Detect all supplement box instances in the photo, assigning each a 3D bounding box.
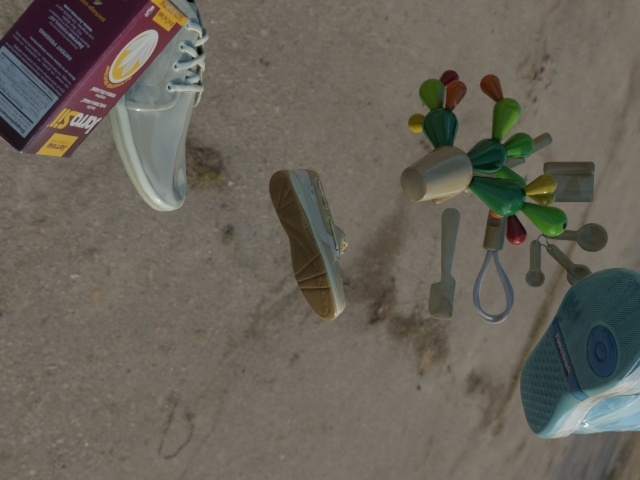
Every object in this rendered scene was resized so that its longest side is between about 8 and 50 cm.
[{"bbox_3d":[-0.223,-0.172,0.637,0.188,0.081,0.104,-47,180,6],"label":"supplement box"}]

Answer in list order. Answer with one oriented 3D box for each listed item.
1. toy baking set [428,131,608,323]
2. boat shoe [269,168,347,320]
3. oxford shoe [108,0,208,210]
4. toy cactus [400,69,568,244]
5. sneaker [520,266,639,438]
[{"bbox_3d":[0.230,-0.009,0.851,0.256,0.197,0.030,-24,174,12],"label":"toy baking set"},{"bbox_3d":[0.000,0.000,0.749,0.059,0.063,0.170,-18,91,-36],"label":"boat shoe"},{"bbox_3d":[-0.225,-0.260,0.989,0.169,0.130,0.449,-62,151,-74],"label":"oxford shoe"},{"bbox_3d":[0.148,-0.078,0.703,0.180,0.219,0.112,-22,167,-36],"label":"toy cactus"},{"bbox_3d":[0.366,0.125,0.760,0.319,0.208,0.127,100,-12,-60],"label":"sneaker"}]
